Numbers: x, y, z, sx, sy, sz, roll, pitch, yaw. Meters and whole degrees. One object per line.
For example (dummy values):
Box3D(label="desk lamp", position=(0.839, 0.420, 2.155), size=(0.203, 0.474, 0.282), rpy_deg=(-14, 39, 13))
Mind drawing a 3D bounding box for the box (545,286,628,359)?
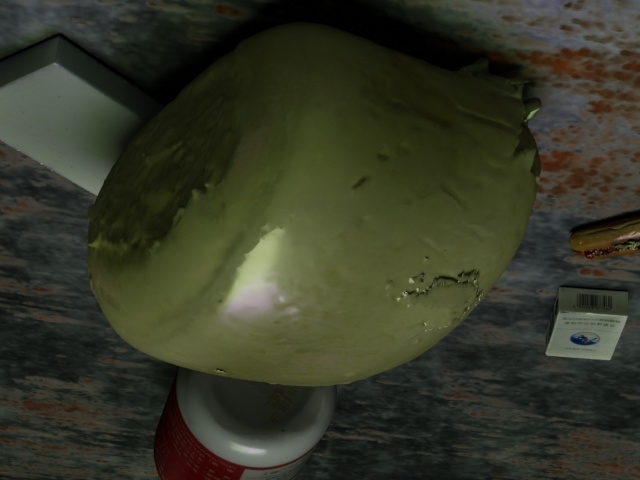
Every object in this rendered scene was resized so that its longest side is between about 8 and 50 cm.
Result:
Box3D(label="box", position=(0.206, 0.065, 1.231), size=(0.054, 0.024, 0.083), rpy_deg=(2, 152, 1))

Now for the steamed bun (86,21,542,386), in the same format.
Box3D(label="steamed bun", position=(0.000, 0.000, 0.964), size=(0.232, 0.166, 0.273), rpy_deg=(25, 138, -32))

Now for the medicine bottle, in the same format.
Box3D(label="medicine bottle", position=(-0.071, 0.162, 1.350), size=(0.131, 0.131, 0.250), rpy_deg=(9, 152, -8))

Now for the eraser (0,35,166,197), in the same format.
Box3D(label="eraser", position=(-0.150, -0.073, 1.027), size=(0.104, 0.023, 0.150), rpy_deg=(-17, 145, 36))

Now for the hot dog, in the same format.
Box3D(label="hot dog", position=(0.214, 0.000, 1.105), size=(0.083, 0.021, 0.037), rpy_deg=(-16, 147, 37))
